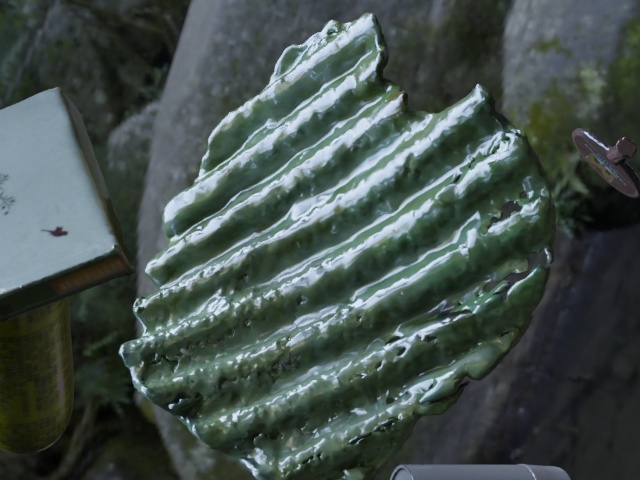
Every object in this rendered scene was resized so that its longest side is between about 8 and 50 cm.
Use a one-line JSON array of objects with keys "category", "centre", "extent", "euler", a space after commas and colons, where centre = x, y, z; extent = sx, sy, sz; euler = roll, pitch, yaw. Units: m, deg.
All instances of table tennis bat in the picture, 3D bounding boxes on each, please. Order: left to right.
[{"category": "table tennis bat", "centre": [0.364, -0.126, 1.377], "extent": [0.119, 0.107, 0.170], "euler": [-45, -5, -1]}]

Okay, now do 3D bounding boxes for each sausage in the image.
[{"category": "sausage", "centre": [-0.342, 0.119, 1.378], "extent": [0.123, 0.123, 0.347], "euler": [-82, 0, -48]}]

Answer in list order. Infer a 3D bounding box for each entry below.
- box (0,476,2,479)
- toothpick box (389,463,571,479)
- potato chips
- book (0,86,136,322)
[{"category": "box", "centre": [-0.339, 0.319, 1.124], "extent": [0.261, 0.116, 0.279], "euler": [-111, -4, -72]}, {"category": "toothpick box", "centre": [0.169, 0.289, 1.280], "extent": [0.111, 0.180, 0.111], "euler": [-176, 90, -75]}, {"category": "potato chips", "centre": [-0.004, 0.007, 1.072], "extent": [0.389, 0.373, 0.097], "euler": [-51, -32, 4]}, {"category": "book", "centre": [-0.252, 0.012, 0.636], "extent": [0.201, 0.289, 0.026], "euler": [-121, 14, -55]}]
